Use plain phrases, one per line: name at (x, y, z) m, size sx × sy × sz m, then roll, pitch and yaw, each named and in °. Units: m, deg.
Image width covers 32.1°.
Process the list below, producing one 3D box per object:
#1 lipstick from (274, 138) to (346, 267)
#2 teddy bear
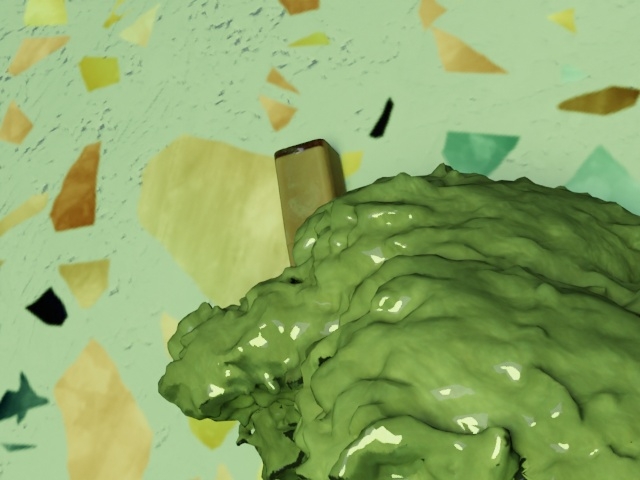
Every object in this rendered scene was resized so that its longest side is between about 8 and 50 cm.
lipstick at (0.000, 0.000, 0.825) m, size 0.045 × 0.045 × 0.145 m, roll -15°, pitch 69°, yaw 14°
teddy bear at (0.078, 0.085, 0.577) m, size 0.358 × 0.367 × 0.224 m, roll 0°, pitch 105°, yaw 14°
